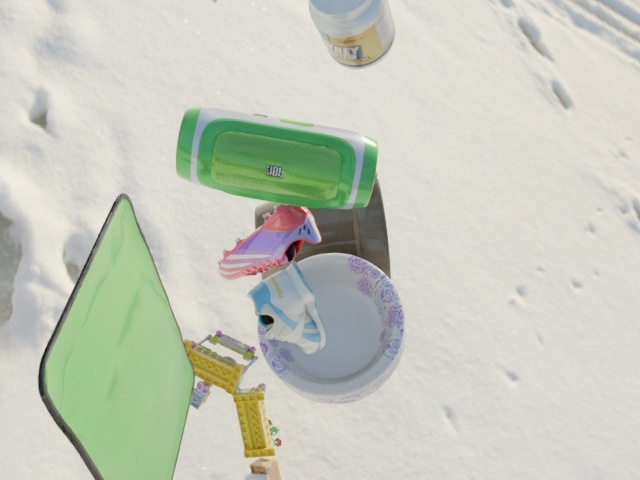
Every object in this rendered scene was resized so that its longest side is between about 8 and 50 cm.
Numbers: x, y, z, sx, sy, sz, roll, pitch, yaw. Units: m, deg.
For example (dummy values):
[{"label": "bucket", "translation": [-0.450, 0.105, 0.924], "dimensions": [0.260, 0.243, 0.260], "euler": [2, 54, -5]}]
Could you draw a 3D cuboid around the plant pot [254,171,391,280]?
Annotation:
[{"label": "plant pot", "translation": [0.000, 0.000, 1.472], "dimensions": [0.280, 0.323, 0.323], "euler": [-7, 61, -2]}]

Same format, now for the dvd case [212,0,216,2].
[{"label": "dvd case", "translation": [-0.165, -0.523, 1.257], "dimensions": [0.013, 0.087, 0.119], "euler": [42, 70, -10]}]

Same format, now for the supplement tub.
[{"label": "supplement tub", "translation": [0.059, -0.430, 1.227], "dimensions": [0.144, 0.144, 0.200], "euler": [65, 9, 17]}]

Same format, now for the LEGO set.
[{"label": "LEGO set", "translation": [-0.124, 0.228, 0.954], "dimensions": [0.287, 0.132, 0.107], "euler": [45, 14, 4]}]

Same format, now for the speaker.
[{"label": "speaker", "translation": [-0.066, -0.127, 1.004], "dimensions": [0.297, 0.131, 0.131], "euler": [9, 54, -4]}]

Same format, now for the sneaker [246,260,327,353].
[{"label": "sneaker", "translation": [-0.050, 0.118, 1.017], "dimensions": [0.092, 0.228, 0.087], "euler": [-27, 55, -7]}]

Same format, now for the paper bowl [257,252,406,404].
[{"label": "paper bowl", "translation": [0.027, 0.180, 1.276], "dimensions": [0.284, 0.148, 0.284], "euler": [-3, 65, 7]}]

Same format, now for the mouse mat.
[{"label": "mouse mat", "translation": [-0.115, 0.085, 0.405], "dimensions": [0.007, 0.189, 0.152], "euler": [-5, 39, 7]}]

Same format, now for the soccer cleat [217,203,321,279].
[{"label": "soccer cleat", "translation": [-0.095, 0.021, 1.121], "dimensions": [0.083, 0.248, 0.095], "euler": [-26, 79, -50]}]
